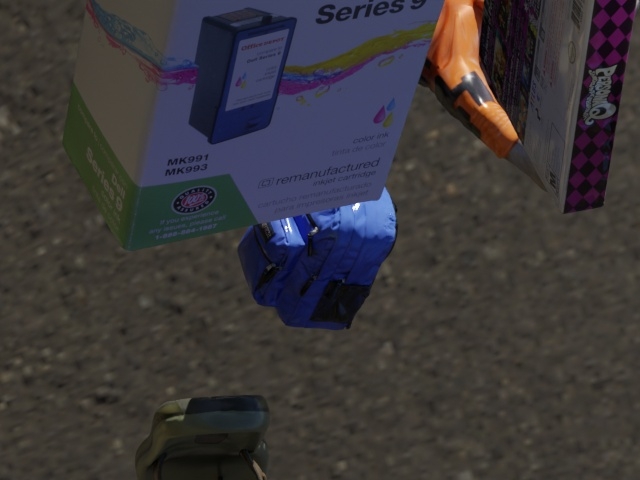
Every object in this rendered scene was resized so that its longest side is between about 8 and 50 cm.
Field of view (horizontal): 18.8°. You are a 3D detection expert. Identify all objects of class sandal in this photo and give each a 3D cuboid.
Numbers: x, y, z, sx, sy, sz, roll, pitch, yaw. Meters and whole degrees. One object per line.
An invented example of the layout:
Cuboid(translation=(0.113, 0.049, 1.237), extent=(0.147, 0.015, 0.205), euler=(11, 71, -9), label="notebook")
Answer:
Cuboid(translation=(-0.098, 0.202, 1.665), extent=(0.120, 0.303, 0.086), euler=(-10, 73, -6), label="sandal")

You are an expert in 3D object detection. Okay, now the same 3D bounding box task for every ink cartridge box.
Cuboid(translation=(-0.030, -0.108, 0.955), extent=(0.154, 0.212, 0.093), euler=(-11, 49, -27), label="ink cartridge box")

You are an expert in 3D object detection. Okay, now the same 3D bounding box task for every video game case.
Cuboid(translation=(0.176, -0.174, 1.463), extent=(0.042, 0.232, 0.210), euler=(-9, 42, -12), label="video game case")

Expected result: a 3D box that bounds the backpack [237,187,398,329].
Cuboid(translation=(0.000, 0.000, 1.487), extent=(0.101, 0.120, 0.098), euler=(4, 45, -35), label="backpack")

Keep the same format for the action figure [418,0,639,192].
Cuboid(translation=(0.081, -0.132, 1.747), extent=(0.330, 0.178, 0.341), euler=(20, 84, 10), label="action figure")
